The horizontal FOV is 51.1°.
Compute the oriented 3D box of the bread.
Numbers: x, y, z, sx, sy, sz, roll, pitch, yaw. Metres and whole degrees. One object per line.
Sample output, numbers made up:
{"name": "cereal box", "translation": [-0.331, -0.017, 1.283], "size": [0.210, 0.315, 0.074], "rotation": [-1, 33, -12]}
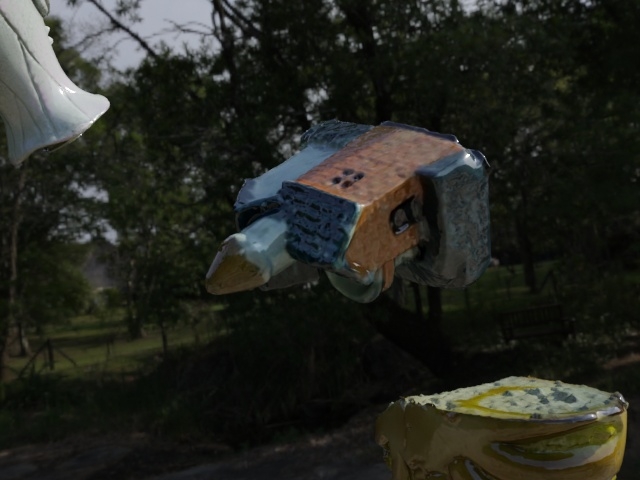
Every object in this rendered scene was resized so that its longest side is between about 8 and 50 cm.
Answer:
{"name": "bread", "translation": [0.086, 0.120, 0.359], "size": [0.082, 0.095, 0.157], "rotation": [-9, 5, -27]}

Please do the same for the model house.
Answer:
{"name": "model house", "translation": [0.000, 0.000, 0.719], "size": [0.291, 0.185, 0.253], "rotation": [-29, 35, -30]}

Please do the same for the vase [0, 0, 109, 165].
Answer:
{"name": "vase", "translation": [-0.517, -0.332, 1.002], "size": [0.249, 0.446, 0.250], "rotation": [-20, 32, 13]}
